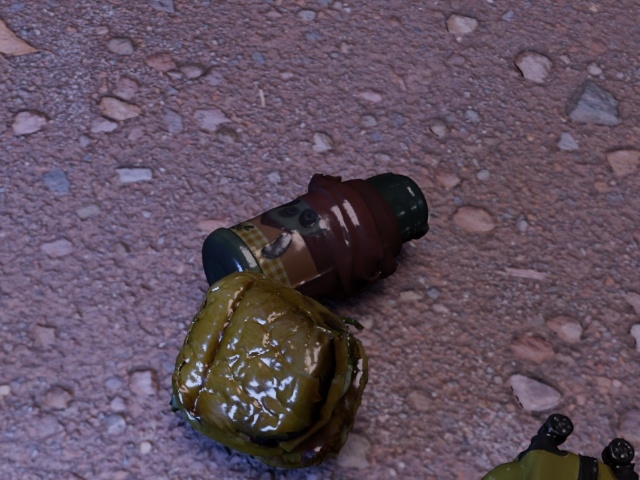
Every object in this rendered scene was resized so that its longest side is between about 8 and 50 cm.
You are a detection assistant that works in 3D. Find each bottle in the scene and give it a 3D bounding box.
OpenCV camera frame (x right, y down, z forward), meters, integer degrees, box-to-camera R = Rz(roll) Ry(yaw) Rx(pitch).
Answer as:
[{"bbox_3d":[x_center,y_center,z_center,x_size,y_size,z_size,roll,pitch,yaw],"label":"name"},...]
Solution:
[{"bbox_3d":[0.000,0.000,1.568,0.271,0.143,0.156,-25,81,-24],"label":"bottle"}]

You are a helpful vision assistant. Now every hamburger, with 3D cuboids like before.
[{"bbox_3d":[-0.055,0.137,1.398,0.206,0.130,0.183,24,87,16],"label":"hamburger"}]

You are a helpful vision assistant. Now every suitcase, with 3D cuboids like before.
[{"bbox_3d":[0.200,0.308,1.267,0.143,0.194,0.235,23,48,-4],"label":"suitcase"}]
